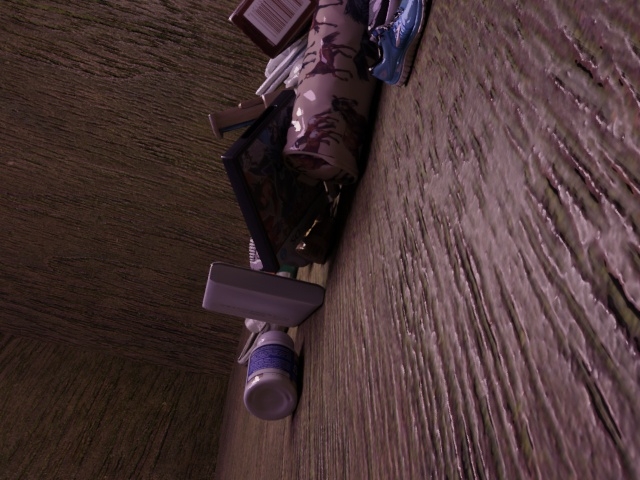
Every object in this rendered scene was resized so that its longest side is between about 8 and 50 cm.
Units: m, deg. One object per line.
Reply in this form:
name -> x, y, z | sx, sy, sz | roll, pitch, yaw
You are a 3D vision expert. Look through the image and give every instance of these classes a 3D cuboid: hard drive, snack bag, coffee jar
hard drive -> -0.136, 0.126, 1.818 | 0.353, 0.233, 0.047 | 127, 155, -74
snack bag -> -0.008, -0.502, 2.027 | 0.323, 0.037, 0.342 | -43, 9, 31
coffee jar -> -0.065, 0.002, 2.058 | 0.184, 0.096, 0.079 | -95, 17, -71

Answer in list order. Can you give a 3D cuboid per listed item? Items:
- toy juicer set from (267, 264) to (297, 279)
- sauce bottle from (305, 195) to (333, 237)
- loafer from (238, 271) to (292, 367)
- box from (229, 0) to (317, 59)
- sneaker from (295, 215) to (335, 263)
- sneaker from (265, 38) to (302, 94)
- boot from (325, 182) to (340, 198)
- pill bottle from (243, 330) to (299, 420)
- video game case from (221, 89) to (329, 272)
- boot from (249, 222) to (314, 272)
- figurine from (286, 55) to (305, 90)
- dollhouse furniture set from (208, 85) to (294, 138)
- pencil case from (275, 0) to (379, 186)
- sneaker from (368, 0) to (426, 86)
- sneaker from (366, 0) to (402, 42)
toy juicer set -> -0.114, 0.067, 2.367 | 0.209, 0.089, 0.329 | -95, 19, -69
sauce bottle -> -0.001, -0.046, 1.854 | 0.042, 0.042, 0.128 | -84, 8, -47
loafer -> -0.146, 0.223, 2.232 | 0.112, 0.111, 0.319 | -92, 16, -64
box -> -0.044, -0.570, 1.907 | 0.191, 0.143, 0.381 | -44, 5, 29
sneaker -> 0.000, 0.000, 1.753 | 0.071, 0.066, 0.188 | -59, 6, -14
sneaker -> -0.065, -0.406, 2.354 | 0.137, 0.210, 0.366 | -123, 47, -81
boot -> 0.037, -0.184, 1.747 | 0.069, 0.086, 0.190 | -109, 4, -64
pill bottle -> -0.100, 0.278, 1.752 | 0.187, 0.112, 0.112 | -89, 14, -59
video game case -> -0.080, -0.118, 1.646 | 0.248, 0.035, 0.275 | -55, -42, -41
boot -> -0.070, -0.014, 1.763 | 0.077, 0.137, 0.198 | 4, 75, 43
figurine -> 0.034, -0.436, 1.849 | 0.215, 0.092, 0.209 | -42, -9, -35
dollhouse furniture set -> -0.113, -0.167, 1.885 | 0.286, 0.198, 0.303 | -110, 3, -84
pencil case -> 0.028, -0.313, 1.621 | 0.183, 0.160, 0.410 | -10, 65, 58
sneaker -> 0.117, -0.323, 1.287 | 0.063, 0.073, 0.162 | -99, 23, -73
sneaker -> 0.089, -0.506, 1.528 | 0.101, 0.153, 0.269 | -153, 76, -82
